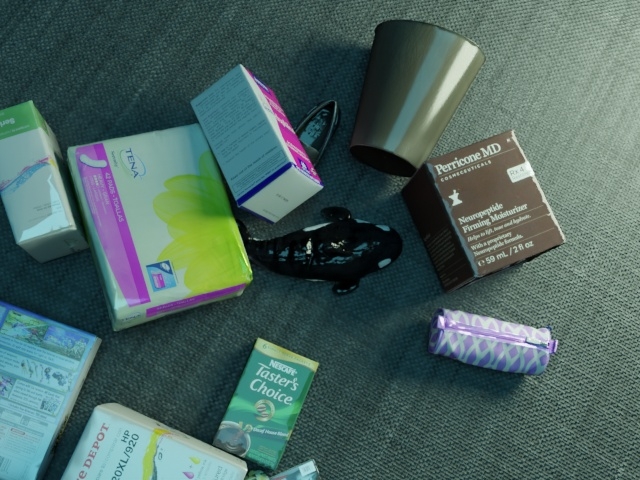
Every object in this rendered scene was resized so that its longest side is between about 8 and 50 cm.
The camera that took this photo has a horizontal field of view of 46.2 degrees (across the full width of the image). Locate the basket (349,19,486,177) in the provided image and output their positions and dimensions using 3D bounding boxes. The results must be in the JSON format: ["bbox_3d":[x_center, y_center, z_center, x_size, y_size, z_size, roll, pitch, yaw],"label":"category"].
[{"bbox_3d":[0.149,-0.236,1.284,0.204,0.154,0.227,17,80,23],"label":"basket"}]

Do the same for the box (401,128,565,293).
[{"bbox_3d":[0.262,-0.042,1.243,0.168,0.167,0.203,-21,81,-11],"label":"box"}]

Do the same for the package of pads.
[{"bbox_3d":[-0.251,-0.031,1.186,0.229,0.101,0.296,-15,74,-23],"label":"package of pads"}]

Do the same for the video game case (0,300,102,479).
[{"bbox_3d":[-0.511,0.217,1.150,0.269,0.061,0.244,21,77,-2],"label":"video game case"}]

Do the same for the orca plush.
[{"bbox_3d":[0.000,0.000,1.237,0.287,0.102,0.151,13,76,-3],"label":"orca plush"}]

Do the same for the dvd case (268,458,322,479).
[{"bbox_3d":[-0.028,0.419,1.186,0.087,0.013,0.119,-22,82,-11],"label":"dvd case"}]

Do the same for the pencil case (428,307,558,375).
[{"bbox_3d":[0.281,0.168,1.240,0.206,0.088,0.086,10,74,-3],"label":"pencil case"}]

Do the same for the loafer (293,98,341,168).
[{"bbox_3d":[-0.037,-0.149,1.278,0.076,0.078,0.223,32,76,2],"label":"loafer"}]

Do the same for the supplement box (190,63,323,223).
[{"bbox_3d":[-0.104,-0.155,1.211,0.114,0.111,0.220,-35,64,14],"label":"supplement box"}]

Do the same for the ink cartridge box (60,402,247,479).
[{"bbox_3d":[-0.247,0.361,1.093,0.233,0.168,0.171,24,76,-1],"label":"ink cartridge box"}]

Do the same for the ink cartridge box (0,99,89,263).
[{"bbox_3d":[-0.445,-0.086,1.177,0.093,0.154,0.212,-21,81,-11],"label":"ink cartridge box"}]

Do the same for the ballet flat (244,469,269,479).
[{"bbox_3d":[-0.116,0.445,1.138,0.070,0.070,0.188,8,76,-5],"label":"ballet flat"}]

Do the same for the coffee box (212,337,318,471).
[{"bbox_3d":[-0.088,0.259,1.200,0.113,0.040,0.184,24,76,-1],"label":"coffee box"}]
